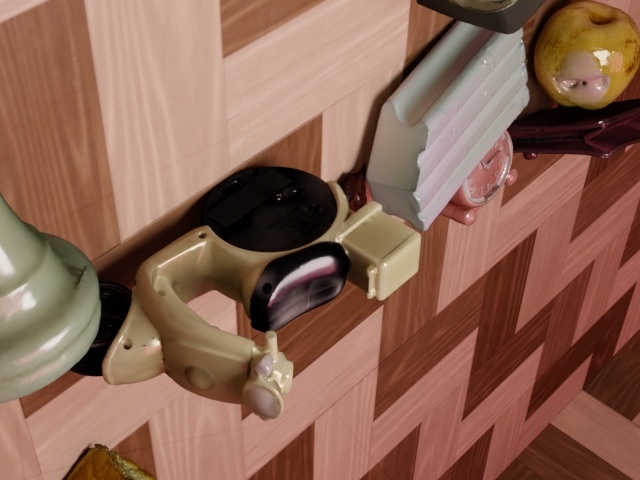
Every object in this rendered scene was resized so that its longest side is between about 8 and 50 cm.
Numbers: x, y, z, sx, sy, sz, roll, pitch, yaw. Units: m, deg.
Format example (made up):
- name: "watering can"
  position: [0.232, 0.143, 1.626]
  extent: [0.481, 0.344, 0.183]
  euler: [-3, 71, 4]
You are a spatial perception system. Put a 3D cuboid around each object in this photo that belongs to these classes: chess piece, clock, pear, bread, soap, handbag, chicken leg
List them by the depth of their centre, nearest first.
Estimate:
- name: "chess piece"
  position: [-0.305, -0.025, 0.908]
  extent: [0.194, 0.194, 0.299]
  euler: [-36, 137, -32]
- name: "clock"
  position: [-0.087, 0.058, 1.223]
  extent: [0.379, 0.276, 0.120]
  euler: [-42, 147, -32]
- name: "bread"
  position: [-0.268, 0.339, 1.370]
  extent: [0.140, 0.128, 0.069]
  euler: [-56, 147, -3]
- name: "chicken leg"
  position: [0.000, 0.000, 1.509]
  extent: [0.234, 0.063, 0.105]
  euler: [-46, 154, -22]
- name: "soap"
  position: [0.179, -0.175, 1.536]
  extent: [0.289, 0.095, 0.173]
  euler: [-50, 146, -23]
- name: "clock"
  position: [0.231, -0.130, 1.712]
  extent: [0.166, 0.093, 0.162]
  euler: [-41, 139, -25]
- name: "pear"
  position: [0.427, -0.293, 1.757]
  extent: [0.178, 0.178, 0.178]
  euler: [-38, 146, -31]
- name: "handbag"
  position: [0.433, -0.185, 1.835]
  extent: [0.203, 0.216, 0.074]
  euler: [-23, 108, -46]

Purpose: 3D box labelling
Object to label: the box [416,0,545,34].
- name: "box"
  position: [0.212, -0.393, 1.273]
  extent: [0.290, 0.220, 0.166]
  euler: [-49, 138, -12]
